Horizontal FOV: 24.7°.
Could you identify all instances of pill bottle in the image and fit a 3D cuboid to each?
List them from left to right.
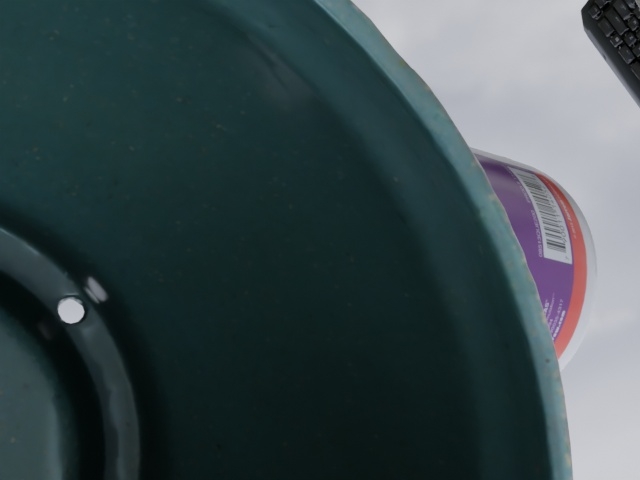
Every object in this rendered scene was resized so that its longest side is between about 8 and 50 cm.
[{"bbox_3d":[0.029,0.011,0.963,0.181,0.181,0.323,11,179,44],"label":"pill bottle"}]

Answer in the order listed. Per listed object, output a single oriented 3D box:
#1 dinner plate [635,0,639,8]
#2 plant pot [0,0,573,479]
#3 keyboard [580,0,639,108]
[{"bbox_3d":[0.131,-0.069,0.289,0.141,0.017,0.141,-5,-130,6],"label":"dinner plate"},{"bbox_3d":[-0.113,0.064,0.366,0.293,0.293,0.196,-30,-175,-16],"label":"plant pot"},{"bbox_3d":[0.349,-0.130,1.201,0.033,0.201,0.317,-16,-116,-40],"label":"keyboard"}]
